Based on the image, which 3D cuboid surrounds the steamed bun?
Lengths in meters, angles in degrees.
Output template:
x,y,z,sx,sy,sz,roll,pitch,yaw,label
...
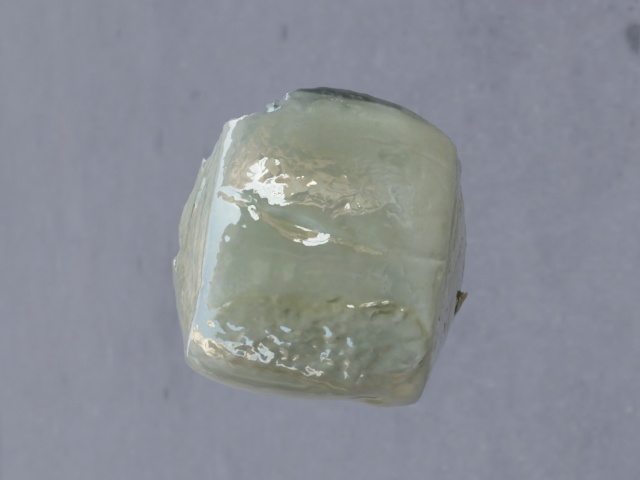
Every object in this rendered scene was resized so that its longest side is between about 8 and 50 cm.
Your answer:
x,y,z,sx,sy,sz,roll,pitch,yaw,label
0.000,0.000,1.545,0.273,0.290,0.272,-96,6,-61,steamed bun
